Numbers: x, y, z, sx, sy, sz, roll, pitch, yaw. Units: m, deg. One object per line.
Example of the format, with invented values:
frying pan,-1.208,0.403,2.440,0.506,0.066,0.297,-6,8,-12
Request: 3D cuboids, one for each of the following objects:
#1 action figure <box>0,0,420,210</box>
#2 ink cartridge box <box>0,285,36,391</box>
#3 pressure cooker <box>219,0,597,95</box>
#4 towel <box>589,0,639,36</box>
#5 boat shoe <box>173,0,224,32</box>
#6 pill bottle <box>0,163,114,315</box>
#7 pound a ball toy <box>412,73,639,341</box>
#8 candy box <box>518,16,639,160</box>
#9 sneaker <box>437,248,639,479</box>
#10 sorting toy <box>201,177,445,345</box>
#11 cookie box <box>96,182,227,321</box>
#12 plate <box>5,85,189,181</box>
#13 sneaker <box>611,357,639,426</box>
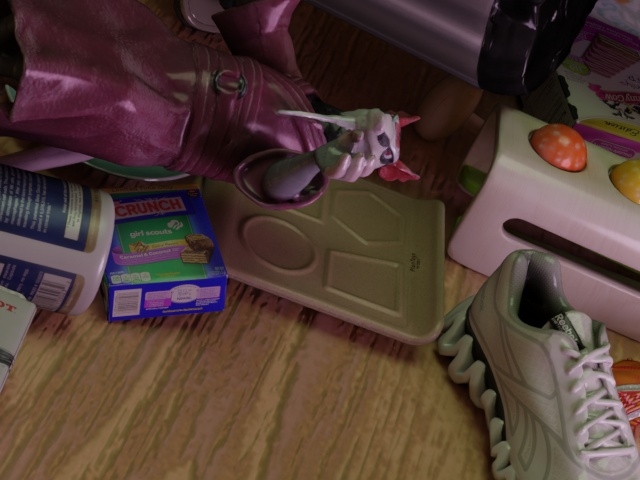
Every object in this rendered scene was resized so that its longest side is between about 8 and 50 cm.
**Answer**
action figure,-0.097,-0.085,1.287,0.370,0.276,0.248,17,45,-20
ink cartridge box,-0.259,0.084,1.114,0.109,0.063,0.150,23,34,-7
pressure cooker,0.081,-0.371,1.537,0.420,0.375,0.370,27,49,11
towel,0.341,-0.267,1.847,0.320,0.090,0.374,25,15,32
boat shoe,-0.087,-0.248,1.684,0.065,0.075,0.206,-3,24,36
pill bottle,-0.238,-0.010,1.222,0.169,0.094,0.094,15,37,-20
pound a ball toy,0.244,-0.047,1.574,0.319,0.136,0.208,24,35,-8
candy box,0.287,-0.146,1.786,0.159,0.071,0.233,15,37,-21
sneaker,0.186,0.130,1.325,0.110,0.118,0.292,4,43,-34
sorting toy,0.000,0.000,1.434,0.208,0.038,0.193,17,36,-8
cookie box,-0.126,0.007,1.310,0.091,0.040,0.107,-5,44,-17
plate,-0.176,-0.106,1.451,0.188,0.024,0.188,19,36,-15
sneaker,0.278,0.123,1.447,0.175,0.064,0.067,9,29,-31
